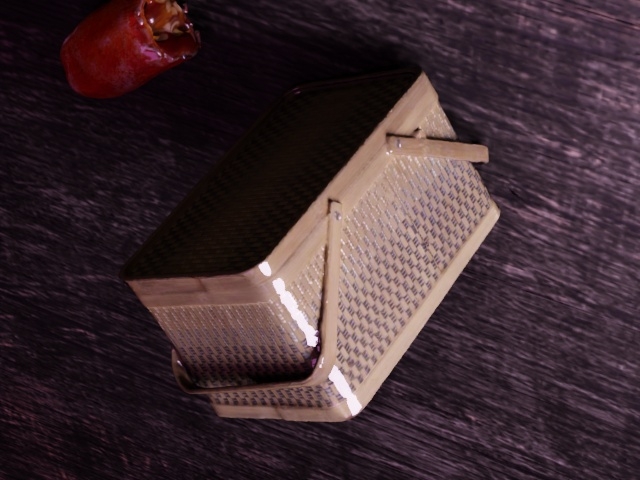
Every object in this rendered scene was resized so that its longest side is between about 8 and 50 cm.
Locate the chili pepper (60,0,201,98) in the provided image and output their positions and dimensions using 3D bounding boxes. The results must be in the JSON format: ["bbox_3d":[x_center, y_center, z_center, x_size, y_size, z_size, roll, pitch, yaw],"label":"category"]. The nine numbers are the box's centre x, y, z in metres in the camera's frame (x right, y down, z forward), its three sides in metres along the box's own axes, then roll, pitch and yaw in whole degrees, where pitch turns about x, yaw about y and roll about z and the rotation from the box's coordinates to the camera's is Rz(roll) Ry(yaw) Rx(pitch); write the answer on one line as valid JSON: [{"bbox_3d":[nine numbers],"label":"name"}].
[{"bbox_3d":[-0.156,-0.153,1.304,0.073,0.070,0.123,28,149,-29],"label":"chili pepper"}]

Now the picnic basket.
[{"bbox_3d":[0.000,0.000,1.213,0.165,0.266,0.139,-3,128,46],"label":"picnic basket"}]
